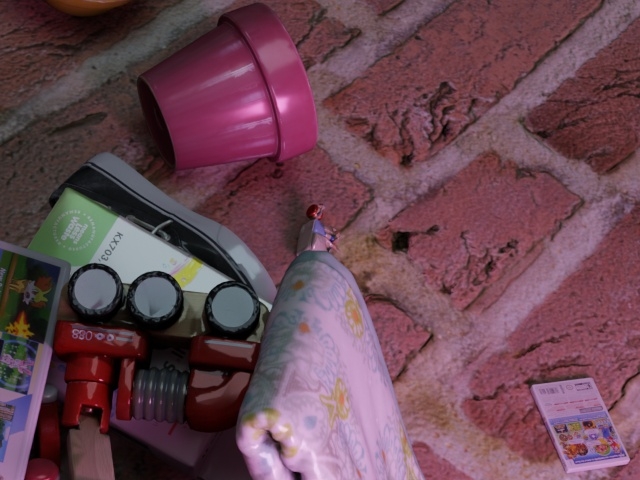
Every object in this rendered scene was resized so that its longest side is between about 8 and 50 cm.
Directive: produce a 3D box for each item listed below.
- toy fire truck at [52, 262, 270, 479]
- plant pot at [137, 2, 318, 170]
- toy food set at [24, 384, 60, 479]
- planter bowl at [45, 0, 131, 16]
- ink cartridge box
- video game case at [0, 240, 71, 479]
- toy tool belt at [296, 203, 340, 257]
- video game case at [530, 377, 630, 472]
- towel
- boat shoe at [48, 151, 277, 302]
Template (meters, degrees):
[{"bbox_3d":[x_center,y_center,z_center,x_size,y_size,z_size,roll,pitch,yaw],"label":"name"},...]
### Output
[{"bbox_3d":[-0.170,0.159,1.773,0.217,0.158,0.246,8,74,0],"label":"toy fire truck"},{"bbox_3d":[-0.124,-0.177,2.206,0.180,0.201,0.201,-22,61,-15],"label":"plant pot"},{"bbox_3d":[-0.324,0.202,1.808,0.111,0.104,0.232,-4,29,-14],"label":"toy food set"},{"bbox_3d":[-0.319,-0.366,2.346,0.217,0.090,0.217,9,50,-11],"label":"planter bowl"},{"bbox_3d":[-0.176,0.120,1.930,0.353,0.119,0.207,29,76,5],"label":"ink cartridge box"},{"bbox_3d":[-0.421,0.115,1.742,0.300,0.036,0.329,18,51,-15],"label":"video game case"},{"bbox_3d":[0.000,0.000,2.192,0.051,0.052,0.083,37,45,-30],"label":"toy tool belt"},{"bbox_3d":[0.315,0.224,2.134,0.087,0.011,0.122,-5,54,-23],"label":"video game case"},{"bbox_3d":[0.031,0.237,1.773,0.090,0.374,0.320,-17,24,14],"label":"towel"},{"bbox_3d":[-0.191,0.010,2.070,0.306,0.113,0.105,38,56,16],"label":"boat shoe"}]
